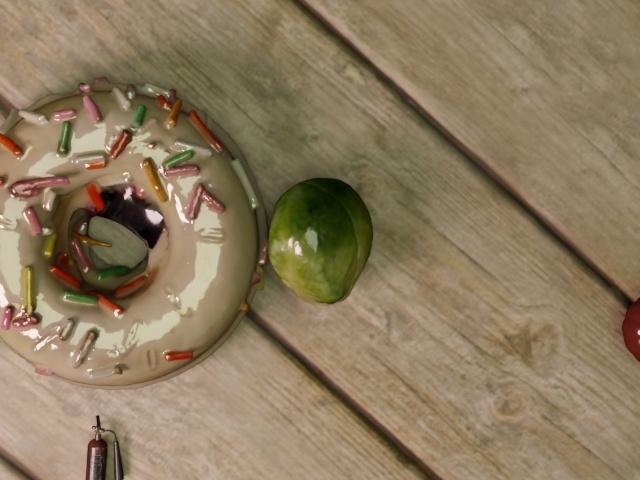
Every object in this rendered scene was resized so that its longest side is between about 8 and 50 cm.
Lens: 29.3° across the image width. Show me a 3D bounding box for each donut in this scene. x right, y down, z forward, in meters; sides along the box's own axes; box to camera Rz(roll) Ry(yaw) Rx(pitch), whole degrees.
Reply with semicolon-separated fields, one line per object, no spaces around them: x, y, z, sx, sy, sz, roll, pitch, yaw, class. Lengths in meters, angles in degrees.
-0.244;-0.004;1.448;0.382;0.142;0.383;0;94;-6;donut

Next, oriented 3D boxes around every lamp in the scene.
0.429;0.112;1.532;0.101;0.090;0.101;0;94;-3;lamp

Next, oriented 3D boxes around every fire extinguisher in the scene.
-0.266;0.271;1.517;0.046;0.032;0.100;7;99;6;fire extinguisher

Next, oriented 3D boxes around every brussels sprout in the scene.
-0.003;-0.002;1.474;0.117;0.155;0.155;20;92;23;brussels sprout
